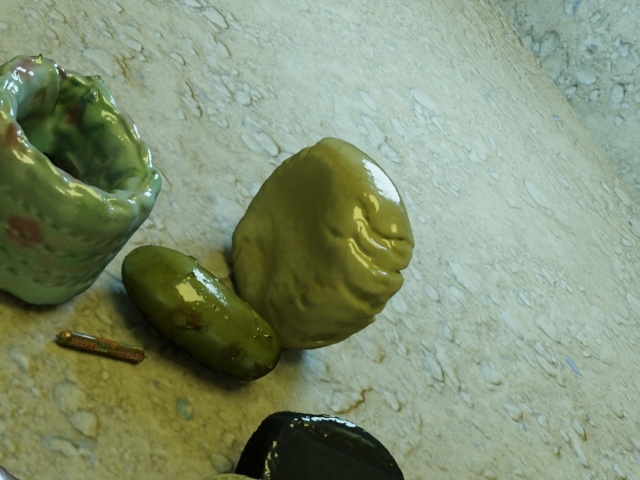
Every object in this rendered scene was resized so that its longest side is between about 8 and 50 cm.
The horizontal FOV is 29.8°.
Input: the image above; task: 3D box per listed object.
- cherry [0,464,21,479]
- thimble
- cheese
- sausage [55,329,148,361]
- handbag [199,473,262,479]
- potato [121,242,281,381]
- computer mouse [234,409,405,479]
[{"bbox_3d":[-0.257,0.202,0.685,0.236,0.213,0.286,15,59,-5],"label":"cherry"},{"bbox_3d":[-0.254,-0.060,1.101,0.185,0.149,0.211,29,32,-25],"label":"thimble"},{"bbox_3d":[0.000,0.000,1.304,0.117,0.214,0.226,13,49,-39],"label":"cheese"},{"bbox_3d":[-0.200,0.097,1.105,0.100,0.015,0.015,20,37,-40],"label":"sausage"},{"bbox_3d":[-0.103,0.332,0.694,0.160,0.237,0.359,36,29,-14],"label":"handbag"},{"bbox_3d":[-0.116,0.076,1.181,0.188,0.085,0.105,38,7,-22],"label":"potato"},{"bbox_3d":[-0.009,0.281,1.059,0.168,0.087,0.295,29,44,-23],"label":"computer mouse"}]
